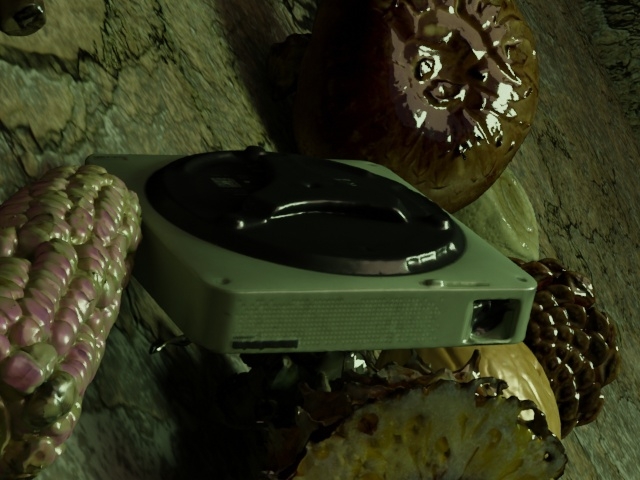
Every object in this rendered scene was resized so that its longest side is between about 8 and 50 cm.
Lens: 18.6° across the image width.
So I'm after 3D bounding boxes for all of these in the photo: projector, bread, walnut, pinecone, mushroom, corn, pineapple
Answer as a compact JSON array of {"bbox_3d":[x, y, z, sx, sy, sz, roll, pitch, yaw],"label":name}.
[{"bbox_3d":[-0.014,-0.003,1.404,0.257,0.079,0.259,0,22,-28],"label":"projector"},{"bbox_3d":[0.147,-0.017,2.108,0.134,0.141,0.148,51,20,-34],"label":"bread"},{"bbox_3d":[0.137,0.158,1.805,0.197,0.165,0.165,66,18,2],"label":"walnut"},{"bbox_3d":[0.208,0.112,2.015,0.207,0.208,0.207,52,21,-29],"label":"pinecone"},{"bbox_3d":[0.087,-0.163,1.974,0.163,0.278,0.297,135,-34,-79],"label":"mushroom"},{"bbox_3d":[-0.180,0.036,1.182,0.126,0.127,0.335,57,17,-16],"label":"corn"},{"bbox_3d":[0.009,0.147,1.458,0.262,0.262,0.271,49,-1,-35],"label":"pineapple"}]

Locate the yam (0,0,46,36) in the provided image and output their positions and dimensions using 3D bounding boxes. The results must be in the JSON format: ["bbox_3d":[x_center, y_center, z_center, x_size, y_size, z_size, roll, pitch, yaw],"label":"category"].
[{"bbox_3d":[-0.270,-0.305,1.545,0.045,0.045,0.326,115,-38,-59],"label":"yam"}]

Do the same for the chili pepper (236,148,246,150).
[{"bbox_3d":[-0.072,-0.053,1.714,0.202,0.050,0.051,-25,103,-73],"label":"chili pepper"}]
